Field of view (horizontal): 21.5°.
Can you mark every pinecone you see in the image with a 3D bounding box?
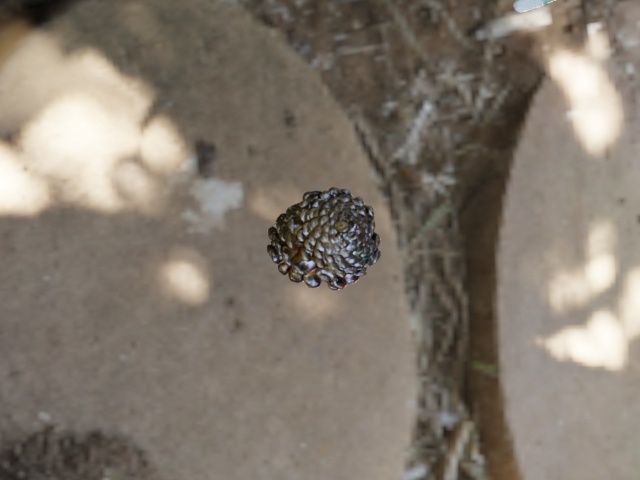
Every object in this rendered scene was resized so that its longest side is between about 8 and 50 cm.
[{"bbox_3d":[-0.002,-0.003,1.602,0.102,0.109,0.102,-8,100,-48],"label":"pinecone"}]

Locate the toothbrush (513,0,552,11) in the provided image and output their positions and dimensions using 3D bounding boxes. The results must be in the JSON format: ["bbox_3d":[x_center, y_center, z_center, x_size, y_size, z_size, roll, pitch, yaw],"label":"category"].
[{"bbox_3d":[0.303,-0.259,1.577,0.018,0.257,0.024,3,71,-71],"label":"toothbrush"}]
